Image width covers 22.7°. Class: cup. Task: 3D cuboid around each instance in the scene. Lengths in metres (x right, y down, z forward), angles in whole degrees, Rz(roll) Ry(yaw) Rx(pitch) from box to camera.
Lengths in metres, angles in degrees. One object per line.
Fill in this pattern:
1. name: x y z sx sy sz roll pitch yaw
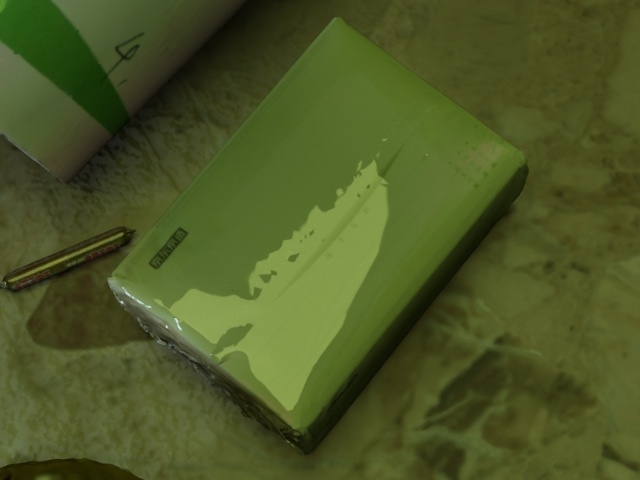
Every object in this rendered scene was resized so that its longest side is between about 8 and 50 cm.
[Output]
1. cup: -0.155 -0.195 1.043 0.253 0.253 0.274 37 87 11

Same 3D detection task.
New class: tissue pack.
1. tissue pack: 0.000 0.000 1.030 0.159 0.125 0.234 38 79 11

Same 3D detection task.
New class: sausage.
1. sausage: -0.172 0.013 1.086 0.100 0.015 0.015 -23 75 -6

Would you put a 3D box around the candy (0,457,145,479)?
1. candy: -0.143 0.249 0.917 0.260 0.118 0.260 20 46 -22
